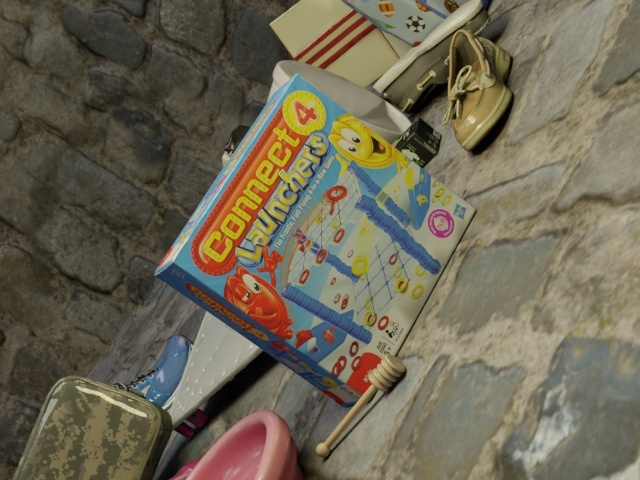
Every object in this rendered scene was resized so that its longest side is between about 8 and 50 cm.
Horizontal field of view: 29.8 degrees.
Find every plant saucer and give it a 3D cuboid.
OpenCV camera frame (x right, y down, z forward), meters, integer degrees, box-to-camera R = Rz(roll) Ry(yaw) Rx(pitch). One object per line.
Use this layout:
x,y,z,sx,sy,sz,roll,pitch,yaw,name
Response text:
-0.127,0.372,1.513,0.332,0.084,0.332,-50,12,15,plant saucer

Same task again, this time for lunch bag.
-0.382,0.394,2.035,0.256,0.213,0.305,71,-142,-79,lunch bag
0.168,-0.492,2.239,0.115,0.303,0.243,-46,14,48,lunch bag

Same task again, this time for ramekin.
0.021,-0.201,2.126,0.273,0.273,0.127,-90,25,-70,ramekin

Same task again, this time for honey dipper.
0.044,0.205,1.460,0.160,0.030,0.030,-53,12,17,honey dipper

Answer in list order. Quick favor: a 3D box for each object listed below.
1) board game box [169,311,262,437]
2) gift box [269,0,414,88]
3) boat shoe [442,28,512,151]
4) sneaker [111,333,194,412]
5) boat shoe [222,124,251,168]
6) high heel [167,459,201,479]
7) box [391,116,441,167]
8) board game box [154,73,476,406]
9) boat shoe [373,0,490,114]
-0.113,0.123,2.147,0.390,0.050,0.390,-43,20,37,board game box
0.083,-0.422,2.410,0.258,0.255,0.276,-35,12,18,gift box
0.225,-0.229,1.815,0.104,0.089,0.285,-47,15,28,boat shoe
-0.360,0.314,2.379,0.130,0.147,0.330,-34,23,58,sneaker
-0.075,-0.066,2.311,0.127,0.158,0.340,-61,-28,-32,boat shoe
-0.227,0.415,1.857,0.117,0.082,0.244,-19,-31,-39,high heel
0.150,-0.147,1.962,0.083,0.052,0.062,-45,15,32,box
0.000,0.000,1.534,0.308,0.302,0.086,-59,13,-21,board game box
0.210,-0.320,2.124,0.109,0.091,0.305,-48,8,-36,boat shoe
